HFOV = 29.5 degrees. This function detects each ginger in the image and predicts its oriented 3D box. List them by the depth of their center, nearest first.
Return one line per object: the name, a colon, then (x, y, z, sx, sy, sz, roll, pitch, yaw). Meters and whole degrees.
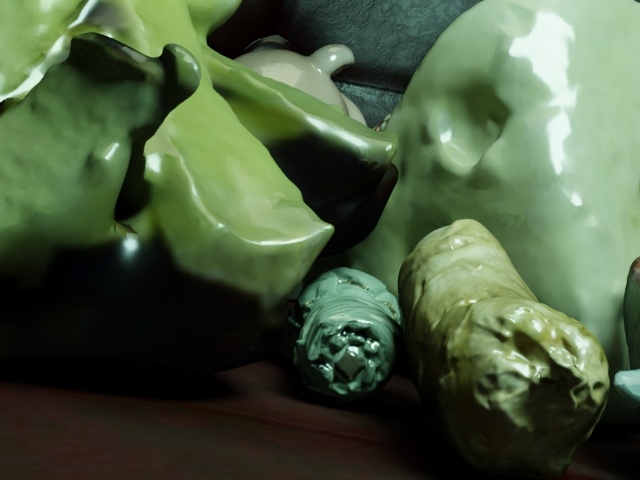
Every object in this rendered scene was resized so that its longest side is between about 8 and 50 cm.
ginger: (0.074, 0.048, 0.536, 0.069, 0.095, 0.190, 9, 10, -8)
ginger: (-0.159, -0.113, 0.571, 0.413, 0.211, 0.358, 18, 32, 5)

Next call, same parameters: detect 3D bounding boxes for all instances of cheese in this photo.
cheese: (0.107, -0.031, 0.725, 0.174, 0.247, 0.251, 8, -1, -44)

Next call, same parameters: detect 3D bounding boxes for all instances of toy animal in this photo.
toy animal: (-0.076, -0.098, 1.255, 0.221, 0.210, 0.229, 22, -25, 25)

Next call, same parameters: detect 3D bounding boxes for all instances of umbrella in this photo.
umbrella: (0.012, 0.049, 0.632, 0.067, 0.062, 0.143, -20, 8, -3)

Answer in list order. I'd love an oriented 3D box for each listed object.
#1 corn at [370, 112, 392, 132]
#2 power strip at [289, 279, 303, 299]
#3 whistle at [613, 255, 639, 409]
corn: (0.041, -0.053, 1.062, 0.237, 0.079, 0.079, -38, -23, 29)
power strip: (0.000, 0.000, 0.944, 0.367, 0.043, 0.106, 7, 42, -37)
whistle: (0.187, 0.061, 0.487, 0.142, 0.134, 0.346, 50, 20, 5)
